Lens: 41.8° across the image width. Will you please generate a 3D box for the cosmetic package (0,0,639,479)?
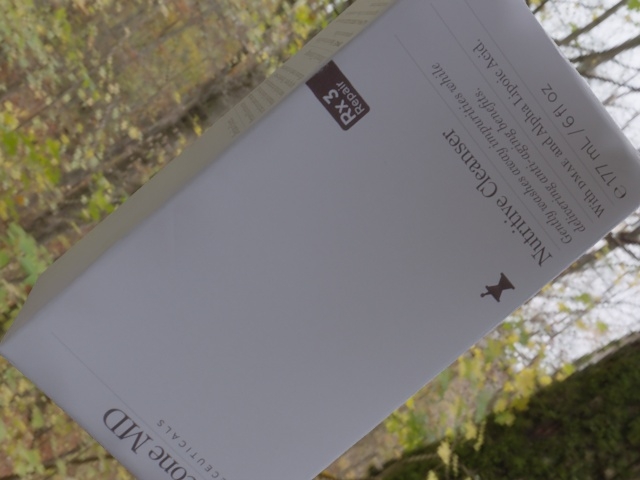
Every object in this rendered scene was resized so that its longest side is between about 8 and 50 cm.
[{"bbox_3d":[0.000,0.000,0.588,0.217,0.385,0.156,47,2,-17],"label":"cosmetic package"}]
